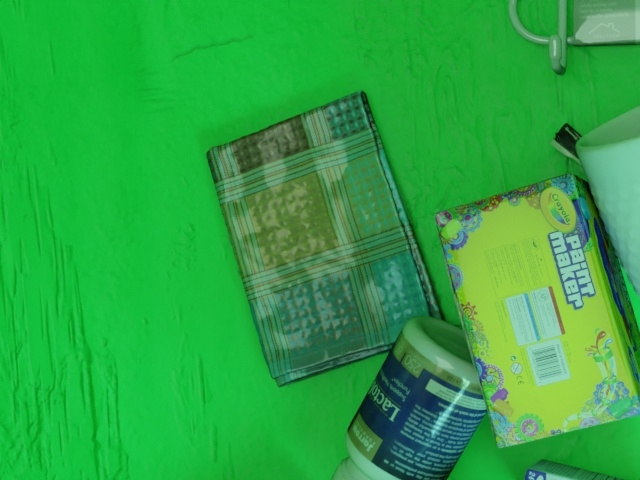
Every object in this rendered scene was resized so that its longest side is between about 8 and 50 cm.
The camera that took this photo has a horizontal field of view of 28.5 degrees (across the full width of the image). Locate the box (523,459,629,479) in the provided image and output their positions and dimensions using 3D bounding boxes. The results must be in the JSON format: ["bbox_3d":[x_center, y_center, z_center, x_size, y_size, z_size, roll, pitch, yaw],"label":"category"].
[{"bbox_3d":[0.337,0.340,1.644,0.137,0.126,0.072,11,90,19],"label":"box"}]

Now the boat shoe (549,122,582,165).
[{"bbox_3d":[0.366,-0.110,1.689,0.125,0.046,0.038,40,106,23],"label":"boat shoe"}]

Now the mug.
[{"bbox_3d":[0.537,-0.034,1.530,0.374,0.276,0.328,-25,98,-13],"label":"mug"}]

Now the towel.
[{"bbox_3d":[0.000,0.000,1.811,0.271,0.040,0.370,-20,82,16],"label":"towel"}]

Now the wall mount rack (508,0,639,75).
[{"bbox_3d":[0.409,-0.371,1.635,0.350,0.130,0.304,0,89,18],"label":"wall mount rack"}]

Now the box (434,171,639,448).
[{"bbox_3d":[0.290,0.085,1.586,0.177,0.279,0.290,-17,84,17],"label":"box"}]

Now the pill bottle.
[{"bbox_3d":[0.126,0.248,1.697,0.153,0.153,0.265,31,105,17],"label":"pill bottle"}]
